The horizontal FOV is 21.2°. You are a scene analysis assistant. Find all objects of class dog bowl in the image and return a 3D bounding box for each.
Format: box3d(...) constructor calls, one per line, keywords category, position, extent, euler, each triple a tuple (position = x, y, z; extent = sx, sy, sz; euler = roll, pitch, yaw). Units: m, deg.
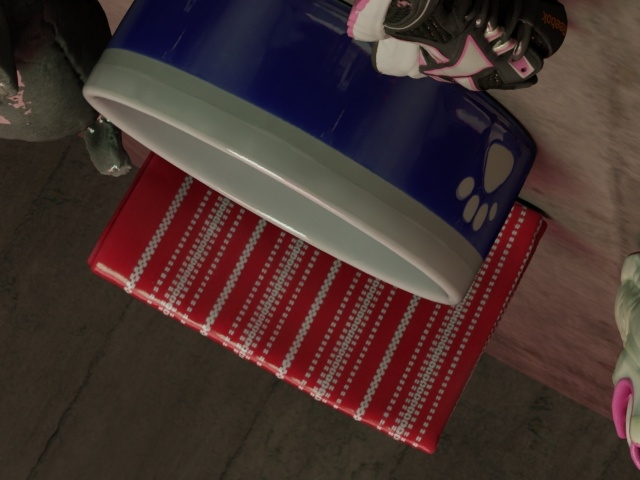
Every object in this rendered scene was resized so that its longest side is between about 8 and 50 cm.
box3d(category="dog bowl", position=(-0.006, -0.068, 1.045), extent=(0.265, 0.104, 0.265), euler=(29, 175, 3))

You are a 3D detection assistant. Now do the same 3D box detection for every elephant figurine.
box3d(category="elephant figurine", position=(-0.206, -0.160, 1.065), extent=(0.186, 0.169, 0.239), euler=(1, 161, -8))

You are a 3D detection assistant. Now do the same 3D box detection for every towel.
box3d(category="towel", position=(0.000, 0.000, 1.188), extent=(0.275, 0.199, 0.031), euler=(29, 162, 2))

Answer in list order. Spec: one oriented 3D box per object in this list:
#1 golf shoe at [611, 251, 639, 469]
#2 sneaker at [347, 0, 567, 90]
box3d(category="golf shoe", position=(0.220, 0.078, 1.056), extent=(0.115, 0.140, 0.306), euler=(27, 176, 10))
box3d(category="sneaker", position=(0.061, -0.098, 0.673), extent=(0.077, 0.072, 0.178), euler=(16, -179, 8))
